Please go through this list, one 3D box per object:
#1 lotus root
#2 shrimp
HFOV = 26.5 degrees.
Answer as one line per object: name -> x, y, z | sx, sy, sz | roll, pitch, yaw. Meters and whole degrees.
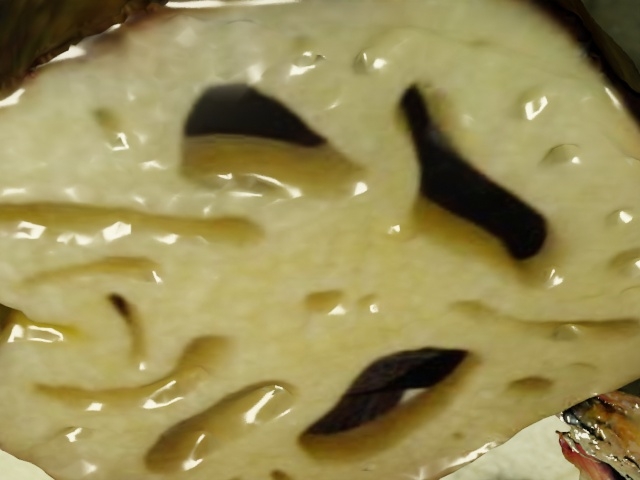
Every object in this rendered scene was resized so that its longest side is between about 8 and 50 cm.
lotus root -> 0.000, 0.000, 0.614 | 0.375, 0.111, 0.390 | 8, 138, -9
shrimp -> 0.179, 0.130, 0.752 | 0.190, 0.042, 0.101 | 39, 128, -16
